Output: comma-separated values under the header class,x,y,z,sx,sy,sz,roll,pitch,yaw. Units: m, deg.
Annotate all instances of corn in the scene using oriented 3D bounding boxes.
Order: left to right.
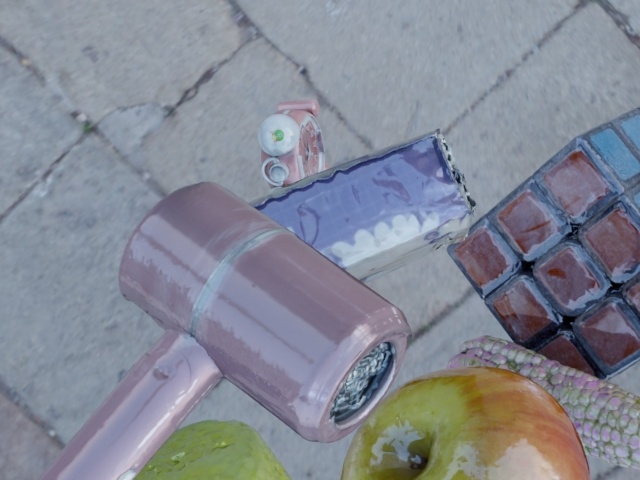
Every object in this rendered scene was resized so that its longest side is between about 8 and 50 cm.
class,x,y,z,sx,sy,sz,roll,pitch,yaw
corn,0.318,0.220,1.603,0.335,0.126,0.127,14,116,44

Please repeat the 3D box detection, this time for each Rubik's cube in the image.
class,x,y,z,sx,sy,sz,roll,pitch,yaw
Rubik's cube,0.430,0.010,1.718,0.305,0.301,0.303,55,131,7

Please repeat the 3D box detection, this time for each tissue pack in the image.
class,x,y,z,sx,sy,sz,roll,pitch,yaw
tissue pack,0.000,0.000,1.317,0.343,0.242,0.125,-23,82,2

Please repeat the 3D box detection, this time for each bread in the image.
class,x,y,z,sx,sy,sz,roll,pitch,yaw
bread,-0.163,0.465,1.807,0.348,0.348,0.308,-19,107,12

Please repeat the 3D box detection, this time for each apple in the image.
class,x,y,z,sx,sy,sz,roll,pitch,yaw
apple,0.163,0.283,1.295,0.286,0.286,0.233,-37,128,17

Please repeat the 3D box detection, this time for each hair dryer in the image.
class,x,y,z,sx,sy,sz,roll,pitch,yaw
hair dryer,-0.114,0.141,0.889,0.210,0.125,0.352,34,77,26

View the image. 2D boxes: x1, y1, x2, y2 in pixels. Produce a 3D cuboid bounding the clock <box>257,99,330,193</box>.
class,x,y,z,sx,sy,sz,roll,pitch,yaw
clock,-0.052,-0.135,1.858,0.092,0.162,0.166,-2,114,16
